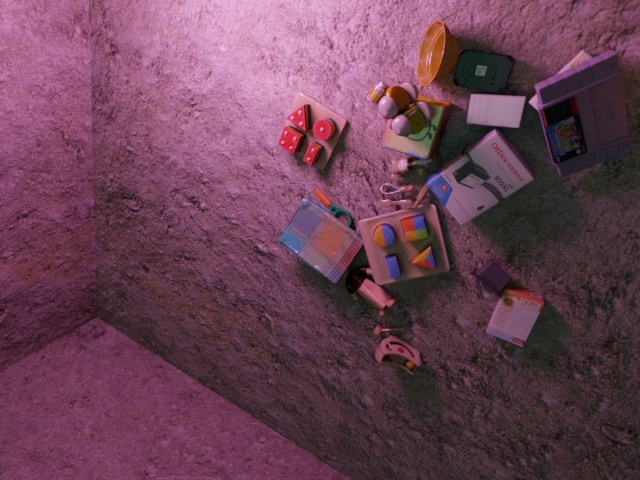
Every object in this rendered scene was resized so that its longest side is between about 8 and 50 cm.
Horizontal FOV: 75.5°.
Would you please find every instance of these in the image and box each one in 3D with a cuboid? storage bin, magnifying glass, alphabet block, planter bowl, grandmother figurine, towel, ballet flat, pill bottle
[{"bbox_3d":[0.575,-0.598,1.458,0.180,0.084,0.122,18,118,19],"label":"storage bin"},{"bbox_3d":[0.059,-0.151,1.951,0.231,0.026,0.092,47,124,1],"label":"magnifying glass"},{"bbox_3d":[0.370,-0.438,1.567,0.192,0.193,0.197,20,118,17],"label":"alphabet block"},{"bbox_3d":[0.431,-0.661,1.475,0.090,0.217,0.217,2,117,-12],"label":"planter bowl"},{"bbox_3d":[0.712,0.149,1.707,0.135,0.098,0.091,45,96,4],"label":"storage bin"},{"bbox_3d":[0.196,0.210,1.988,0.342,0.104,0.208,36,114,7],"label":"grandmother figurine"},{"bbox_3d":[0.000,0.000,1.962,0.370,0.040,0.271,36,105,13],"label":"towel"},{"bbox_3d":[0.377,-0.313,1.670,0.206,0.067,0.073,-10,90,29],"label":"ballet flat"},{"bbox_3d":[0.228,-0.597,1.662,0.043,0.043,0.083,43,123,5],"label":"pill bottle"}]

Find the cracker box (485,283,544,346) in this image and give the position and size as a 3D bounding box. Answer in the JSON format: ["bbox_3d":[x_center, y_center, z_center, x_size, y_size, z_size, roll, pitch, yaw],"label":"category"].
[{"bbox_3d":[0.811,0.312,1.730,0.155,0.067,0.232,21,118,19],"label":"cracker box"}]

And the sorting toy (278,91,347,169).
[{"bbox_3d":[-0.052,-0.478,1.829,0.257,0.089,0.256,34,122,11],"label":"sorting toy"}]

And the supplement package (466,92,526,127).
[{"bbox_3d":[0.627,-0.467,1.473,0.179,0.105,0.105,13,115,23],"label":"supplement package"}]

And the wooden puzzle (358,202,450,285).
[{"bbox_3d":[0.362,0.031,1.803,0.347,0.080,0.322,-13,105,19],"label":"wooden puzzle"}]

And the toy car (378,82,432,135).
[{"bbox_3d":[0.279,-0.438,1.429,0.182,0.159,0.136,53,158,-2],"label":"toy car"}]

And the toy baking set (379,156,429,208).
[{"bbox_3d":[0.362,-0.230,1.747,0.196,0.030,0.256,32,111,21],"label":"toy baking set"}]

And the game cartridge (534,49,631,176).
[{"bbox_3d":[0.843,-0.386,1.325,0.230,0.068,0.355,-24,123,19],"label":"game cartridge"}]

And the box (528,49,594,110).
[{"bbox_3d":[0.807,-0.507,1.358,0.103,0.114,0.203,44,125,4],"label":"box"}]

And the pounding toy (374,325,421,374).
[{"bbox_3d":[0.368,0.520,1.994,0.269,0.154,0.155,30,121,13],"label":"pounding toy"}]

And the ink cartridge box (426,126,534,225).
[{"bbox_3d":[0.597,-0.238,1.558,0.307,0.129,0.223,-38,97,32],"label":"ink cartridge box"}]
